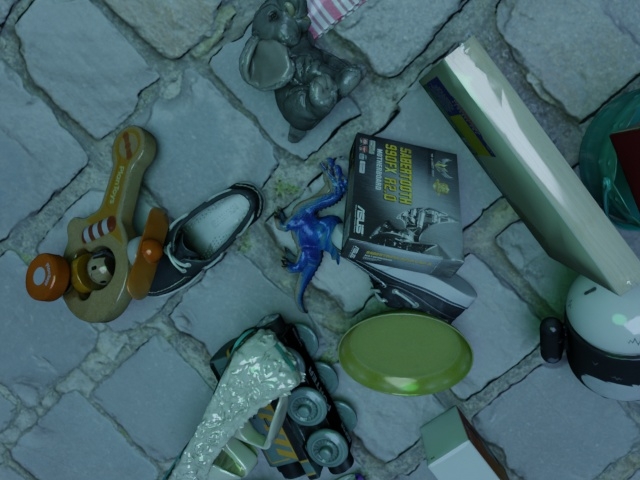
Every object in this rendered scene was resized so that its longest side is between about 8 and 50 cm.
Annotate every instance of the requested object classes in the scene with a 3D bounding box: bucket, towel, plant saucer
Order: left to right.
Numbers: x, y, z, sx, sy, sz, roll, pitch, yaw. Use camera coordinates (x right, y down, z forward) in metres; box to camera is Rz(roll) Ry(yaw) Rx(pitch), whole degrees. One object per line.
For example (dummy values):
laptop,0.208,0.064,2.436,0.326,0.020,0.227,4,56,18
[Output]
towel,0.006,-0.445,0.915,0.197,0.029,0.144,-37,96,9
plant saucer,0.152,0.200,0.978,0.241,0.037,0.240,5,131,6
bucket,0.572,-0.130,0.863,0.282,0.183,0.280,1,101,4

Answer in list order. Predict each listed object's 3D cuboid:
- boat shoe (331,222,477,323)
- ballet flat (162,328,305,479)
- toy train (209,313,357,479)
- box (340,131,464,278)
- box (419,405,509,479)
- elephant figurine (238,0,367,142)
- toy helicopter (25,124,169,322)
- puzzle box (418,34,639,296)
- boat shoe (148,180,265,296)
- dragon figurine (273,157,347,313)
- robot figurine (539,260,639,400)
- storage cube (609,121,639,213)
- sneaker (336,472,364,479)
boat shoe,0.133,0.069,0.944,0.301,0.108,0.102,25,112,-25
ballet flat,-0.148,0.322,0.900,0.147,0.147,0.408,28,120,-2
toy train,-0.064,0.301,1.013,0.190,0.142,0.333,-22,101,19
box,0.134,-0.062,0.880,0.183,0.230,0.056,11,145,-6
box,0.277,0.425,1.010,0.091,0.130,0.170,-36,97,10
elephant figurine,-0.053,-0.312,0.882,0.239,0.169,0.186,44,86,-11
toy helicopter,-0.352,-0.029,0.944,0.235,0.140,0.354,10,84,31
puzzle box,0.308,-0.116,0.836,0.052,0.272,0.408,-38,97,9
boat shoe,-0.232,0.002,0.980,0.302,0.091,0.114,-44,95,10
dragon figurine,0.000,0.000,0.970,0.144,0.085,0.288,-7,99,5
robot figurine,0.499,0.152,0.896,0.209,0.174,0.278,-40,134,-14
storage cube,0.522,-0.090,0.675,0.184,0.215,0.193,-23,92,9
sneaker,0.121,0.543,1.059,0.283,0.102,0.160,-2,97,4
